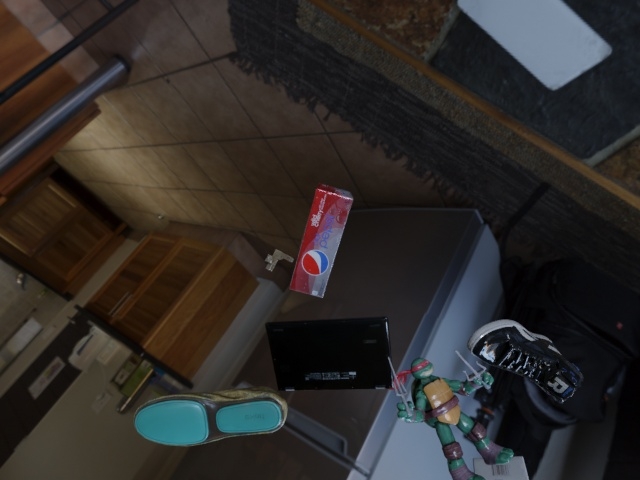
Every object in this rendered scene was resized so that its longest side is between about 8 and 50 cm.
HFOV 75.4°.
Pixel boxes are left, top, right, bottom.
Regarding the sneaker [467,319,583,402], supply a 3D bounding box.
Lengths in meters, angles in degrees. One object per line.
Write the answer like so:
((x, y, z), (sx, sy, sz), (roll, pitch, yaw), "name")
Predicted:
((0.353, 0.203, 0.683), (0.216, 0.079, 0.121), (15, -157, -29), "sneaker")

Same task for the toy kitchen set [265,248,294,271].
((-0.159, 0.083, 1.558), (0.075, 0.083, 0.068), (26, 173, 19), "toy kitchen set")

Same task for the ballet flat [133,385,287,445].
((-0.249, 0.406, 0.978), (0.348, 0.123, 0.123), (-4, 149, -1), "ballet flat")

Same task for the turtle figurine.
((0.214, 0.279, 0.704), (0.234, 0.175, 0.118), (60, 170, 14), "turtle figurine")

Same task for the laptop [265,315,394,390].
((0.052, 0.388, 1.420), (0.381, 0.236, 0.409), (-5, 111, 9), "laptop")

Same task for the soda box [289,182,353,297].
((0.000, 0.000, 1.018), (0.092, 0.264, 0.083), (16, -164, -2), "soda box")

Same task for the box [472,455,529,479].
((0.486, 0.667, 1.085), (0.130, 0.091, 0.171), (-14, 108, 20), "box")
